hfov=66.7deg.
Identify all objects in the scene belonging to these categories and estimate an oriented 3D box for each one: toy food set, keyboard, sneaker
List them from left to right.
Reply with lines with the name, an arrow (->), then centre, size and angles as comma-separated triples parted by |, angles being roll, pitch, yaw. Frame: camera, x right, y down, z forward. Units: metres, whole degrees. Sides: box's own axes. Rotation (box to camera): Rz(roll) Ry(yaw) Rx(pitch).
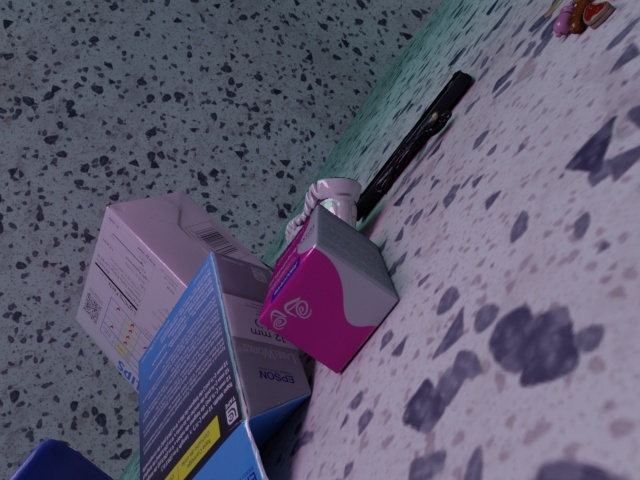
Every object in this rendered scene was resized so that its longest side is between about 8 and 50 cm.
sneaker -> 0.000, 0.000, 0.903 | 0.292, 0.109, 0.119 | 117, 149, -64
keyboard -> 0.155, -0.159, 0.865 | 0.317, 0.033, 0.201 | -53, 3, 25
toy food set -> 0.281, -0.246, 0.509 | 0.078, 0.019, 0.122 | -52, 16, 28

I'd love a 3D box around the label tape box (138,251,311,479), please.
label tape box -> -0.134, 0.221, 0.637 | 0.249, 0.115, 0.348 | -52, 39, 22

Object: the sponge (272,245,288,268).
sponge -> -0.120, 0.079, 1.538 | 0.117, 0.031, 0.210 | -54, 7, 12

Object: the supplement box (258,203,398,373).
supplement box -> 0.009, 0.047, 0.611 | 0.111, 0.113, 0.220 | -53, 10, 12

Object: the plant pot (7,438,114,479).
plant pot -> -0.199, 0.327, 0.339 | 0.236, 0.212, 0.236 | -52, 9, 33

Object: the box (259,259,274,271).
box -> -0.242, 0.105, 1.334 | 0.123, 0.256, 0.128 | -54, 6, 31

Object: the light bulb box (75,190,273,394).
light bulb box -> -0.346, 0.142, 1.141 | 0.225, 0.358, 0.361 | -23, -31, -54

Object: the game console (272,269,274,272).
game console -> -0.053, 0.046, 1.142 | 0.122, 0.107, 0.071 | 138, 136, -61
